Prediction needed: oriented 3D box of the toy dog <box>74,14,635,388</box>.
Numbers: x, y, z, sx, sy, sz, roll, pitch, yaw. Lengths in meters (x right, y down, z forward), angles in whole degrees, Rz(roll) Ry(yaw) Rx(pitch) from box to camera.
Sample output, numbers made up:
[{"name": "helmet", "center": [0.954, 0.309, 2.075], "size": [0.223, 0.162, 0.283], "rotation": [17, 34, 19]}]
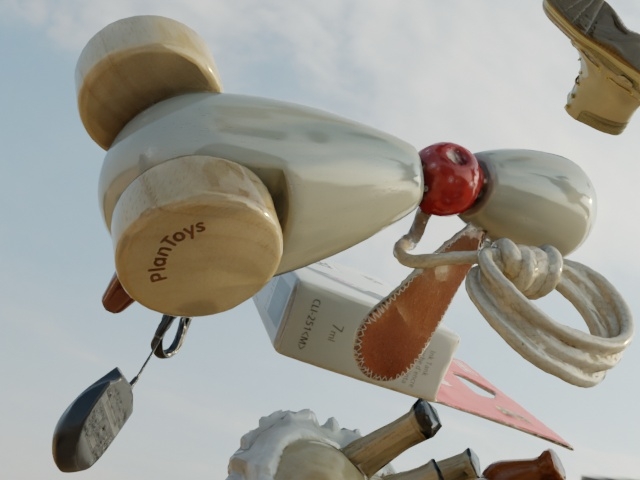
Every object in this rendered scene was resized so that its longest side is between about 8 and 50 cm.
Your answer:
[{"name": "toy dog", "center": [0.000, 0.000, 0.541], "size": [0.333, 0.220, 0.161], "rotation": [21, -51, -11]}]

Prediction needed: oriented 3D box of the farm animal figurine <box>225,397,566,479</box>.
[{"name": "farm animal figurine", "center": [0.071, 0.262, 0.393], "size": [0.172, 0.330, 0.326], "rotation": [-30, -35, 18]}]

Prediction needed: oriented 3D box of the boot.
[{"name": "boot", "center": [0.385, -0.256, 1.298], "size": [0.213, 0.077, 0.165], "rotation": [42, -23, 9]}]

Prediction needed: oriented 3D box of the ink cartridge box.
[{"name": "ink cartridge box", "center": [0.065, 0.075, 0.764], "size": [0.238, 0.060, 0.275], "rotation": [19, 3, -10]}]

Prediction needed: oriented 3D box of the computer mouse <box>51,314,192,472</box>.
[{"name": "computer mouse", "center": [-0.194, 0.129, 0.900], "size": [0.041, 0.242, 0.071], "rotation": [14, -48, 20]}]
